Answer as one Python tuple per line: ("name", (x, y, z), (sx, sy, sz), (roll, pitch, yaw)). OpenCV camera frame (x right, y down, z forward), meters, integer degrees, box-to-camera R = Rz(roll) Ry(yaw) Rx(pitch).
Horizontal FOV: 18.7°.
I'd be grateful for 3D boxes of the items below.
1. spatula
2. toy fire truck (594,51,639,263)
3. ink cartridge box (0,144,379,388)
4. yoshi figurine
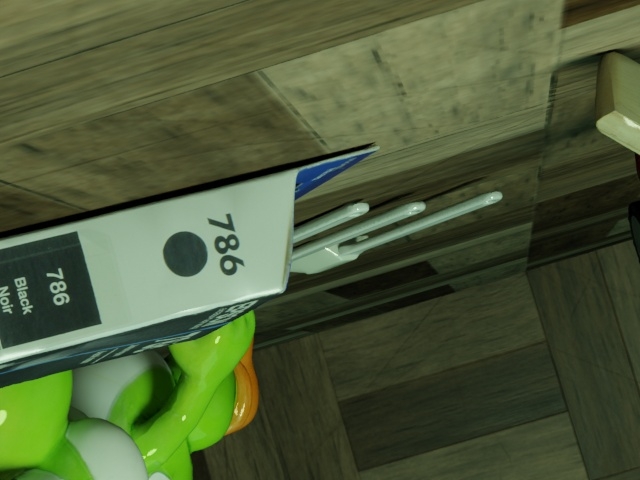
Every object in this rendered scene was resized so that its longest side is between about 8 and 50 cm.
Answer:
("spatula", (0.000, 0.000, 1.317), (0.168, 0.019, 0.242), (-5, 168, -40))
("toy fire truck", (0.209, -0.025, 0.959), (0.158, 0.217, 0.246), (-16, 133, 0))
("ink cartridge box", (-0.137, 0.033, 0.951), (0.333, 0.065, 0.165), (-15, 174, -20))
("yoshi figurine", (-0.156, 0.090, 1.170), (0.203, 0.203, 0.362), (-61, 176, 15))
